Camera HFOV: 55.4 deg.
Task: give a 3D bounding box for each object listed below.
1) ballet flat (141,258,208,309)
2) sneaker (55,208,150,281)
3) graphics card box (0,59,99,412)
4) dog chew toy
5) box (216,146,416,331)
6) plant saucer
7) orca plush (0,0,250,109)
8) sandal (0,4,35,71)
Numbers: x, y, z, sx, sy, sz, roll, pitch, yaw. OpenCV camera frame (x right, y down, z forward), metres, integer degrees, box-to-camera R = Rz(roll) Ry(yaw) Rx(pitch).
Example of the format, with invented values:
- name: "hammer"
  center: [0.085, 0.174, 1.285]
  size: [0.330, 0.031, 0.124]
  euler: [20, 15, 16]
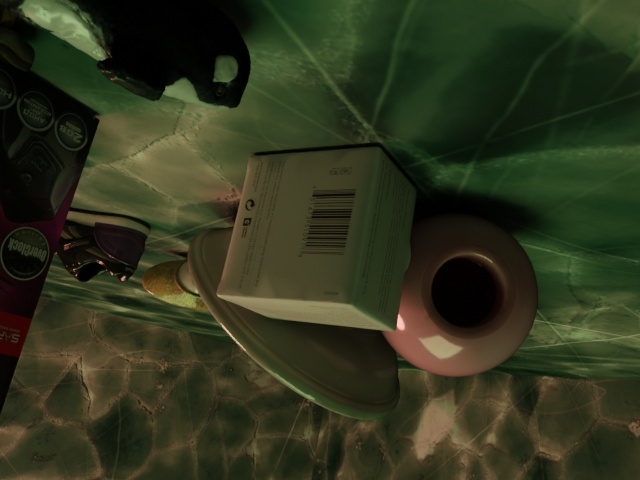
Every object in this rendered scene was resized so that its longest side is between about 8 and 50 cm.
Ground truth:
- name: "ballet flat"
  center: [-0.202, 0.095, 1.319]
  size: [0.348, 0.123, 0.123]
  euler: [16, 163, -16]
- name: "sneaker"
  center: [-0.469, 0.010, 1.147]
  size: [0.283, 0.124, 0.107]
  euler: [6, 162, 18]
- name: "graphics card box"
  center: [-0.382, -0.009, 0.591]
  size: [0.094, 0.371, 0.233]
  euler: [0, 160, 33]
- name: "dog chew toy"
  center: [0.168, 0.078, 0.854]
  size: [0.206, 0.207, 0.332]
  euler: [10, 173, 2]
- name: "box"
  center: [0.000, 0.000, 0.709]
  size: [0.181, 0.181, 0.119]
  euler: [0, 160, 31]
- name: "plant saucer"
  center: [-0.011, 0.089, 0.936]
  size: [0.400, 0.100, 0.400]
  euler: [36, -165, -12]
- name: "orca plush"
  center: [-0.151, -0.192, 0.399]
  size: [0.287, 0.102, 0.151]
  euler: [30, -158, -25]
- name: "sandal"
  center: [-0.265, -0.186, 0.469]
  size: [0.090, 0.060, 0.219]
  euler: [31, 178, -8]
